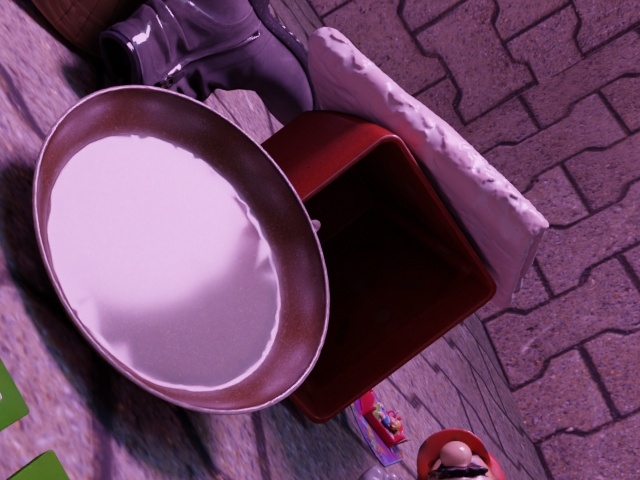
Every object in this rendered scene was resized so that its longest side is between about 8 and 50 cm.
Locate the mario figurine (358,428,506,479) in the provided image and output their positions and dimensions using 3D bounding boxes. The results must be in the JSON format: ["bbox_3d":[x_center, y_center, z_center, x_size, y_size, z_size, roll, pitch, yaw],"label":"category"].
[{"bbox_3d":[0.153,0.314,1.074,0.198,0.170,0.320,31,22,-6],"label":"mario figurine"}]

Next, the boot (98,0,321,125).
[{"bbox_3d":[-0.133,-0.197,1.143,0.118,0.223,0.338,25,-20,35],"label":"boot"}]

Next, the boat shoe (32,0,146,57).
[{"bbox_3d":[-0.248,-0.287,1.103,0.123,0.123,0.342,39,11,24],"label":"boat shoe"}]

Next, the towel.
[{"bbox_3d":[0.124,-0.074,1.117,0.332,0.053,0.317,44,-7,17],"label":"towel"}]

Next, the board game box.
[{"bbox_3d":[0.091,0.256,1.366,0.133,0.033,0.169,64,13,16],"label":"board game box"}]

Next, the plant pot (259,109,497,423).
[{"bbox_3d":[0.000,0.000,1.113,0.267,0.267,0.236,52,3,-34],"label":"plant pot"}]

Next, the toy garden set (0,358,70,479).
[{"bbox_3d":[-0.202,0.135,0.464,0.244,0.049,0.204,61,11,-1],"label":"toy garden set"}]

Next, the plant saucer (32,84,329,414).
[{"bbox_3d":[-0.120,0.009,0.828,0.310,0.050,0.310,26,48,-33],"label":"plant saucer"}]
